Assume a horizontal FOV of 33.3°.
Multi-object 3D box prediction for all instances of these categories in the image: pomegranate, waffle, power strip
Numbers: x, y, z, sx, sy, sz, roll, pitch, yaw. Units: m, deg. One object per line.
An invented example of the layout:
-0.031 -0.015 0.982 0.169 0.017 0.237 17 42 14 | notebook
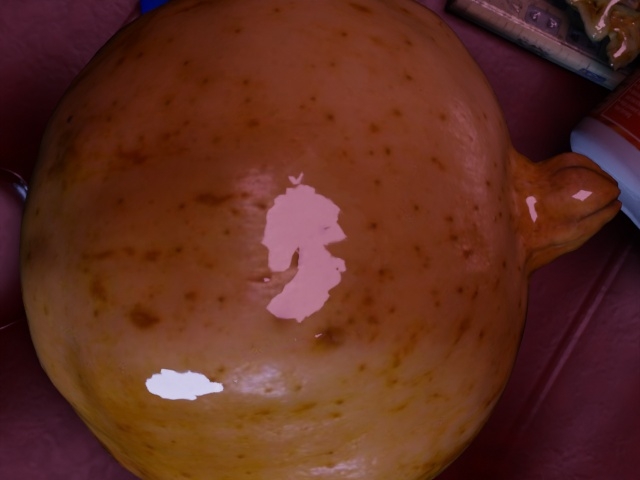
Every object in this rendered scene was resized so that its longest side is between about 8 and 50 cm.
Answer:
0.000 0.000 0.750 0.410 0.410 0.410 1 85 -17 | pomegranate
0.309 -0.276 1.022 0.223 0.054 0.204 -20 79 -28 | waffle
0.216 -0.225 1.024 0.268 0.034 0.092 23 79 -14 | power strip

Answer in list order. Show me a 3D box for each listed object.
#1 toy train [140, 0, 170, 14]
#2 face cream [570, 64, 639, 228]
-0.040 -0.201 0.903 0.204 0.131 0.083 -10 83 -29 | toy train
0.353 -0.084 0.947 0.187 0.201 0.201 -44 99 6 | face cream
